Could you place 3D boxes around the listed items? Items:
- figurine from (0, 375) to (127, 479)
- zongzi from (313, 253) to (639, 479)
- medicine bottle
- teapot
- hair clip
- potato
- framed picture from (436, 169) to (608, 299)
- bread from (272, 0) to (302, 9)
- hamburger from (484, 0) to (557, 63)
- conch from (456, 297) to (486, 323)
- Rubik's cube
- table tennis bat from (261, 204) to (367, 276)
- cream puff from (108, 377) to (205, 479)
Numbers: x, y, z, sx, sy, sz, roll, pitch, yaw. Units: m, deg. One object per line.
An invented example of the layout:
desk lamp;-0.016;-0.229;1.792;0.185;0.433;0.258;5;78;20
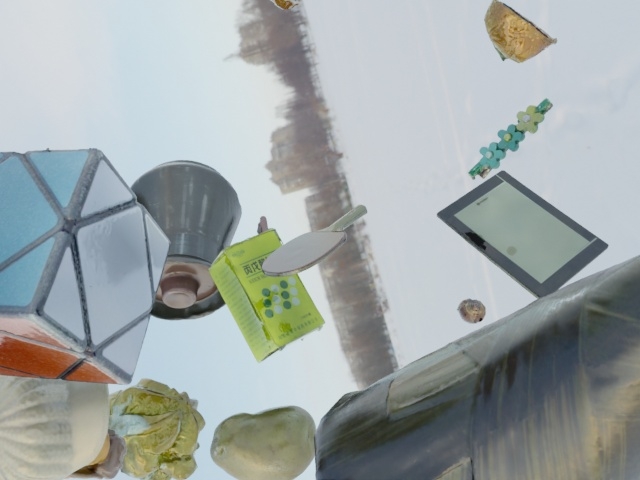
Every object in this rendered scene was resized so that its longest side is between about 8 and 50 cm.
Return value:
figurine;-0.410;0.299;0.907;0.185;0.204;0.332;50;150;19
zongzi;0.150;0.147;0.579;0.432;0.403;0.208;67;-163;-48
medicine bottle;-0.117;0.119;1.309;0.250;0.137;0.141;60;147;10
teapot;-0.314;0.007;1.538;0.306;0.376;0.362;108;161;-49
hair clip;0.306;-0.159;0.980;0.049;0.173;0.049;25;-144;-20
potato;-0.106;0.377;1.123;0.157;0.194;0.157;-36;47;51
framed picture;0.504;-0.026;1.519;0.347;0.265;0.016;43;153;29
bread;-0.029;-0.334;0.647;0.260;0.129;0.134;101;146;-86
hamburger;0.442;-0.463;1.377;0.176;0.102;0.087;31;-165;-8
conch;0.508;0.244;2.070;0.233;0.080;0.086;144;110;-79
Rubik's cube;-0.323;0.034;0.698;0.207;0.205;0.205;69;-155;-55
table tennis bat;0.000;0.000;1.076;0.138;0.246;0.022;3;121;48
cream puff;-0.514;0.587;1.914;0.378;0.275;0.378;41;170;9
